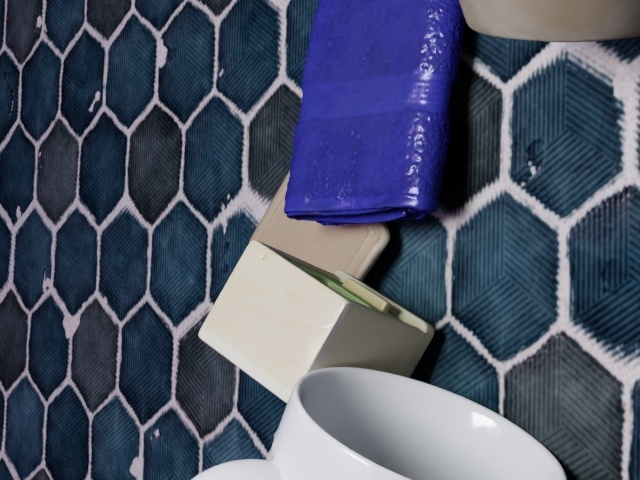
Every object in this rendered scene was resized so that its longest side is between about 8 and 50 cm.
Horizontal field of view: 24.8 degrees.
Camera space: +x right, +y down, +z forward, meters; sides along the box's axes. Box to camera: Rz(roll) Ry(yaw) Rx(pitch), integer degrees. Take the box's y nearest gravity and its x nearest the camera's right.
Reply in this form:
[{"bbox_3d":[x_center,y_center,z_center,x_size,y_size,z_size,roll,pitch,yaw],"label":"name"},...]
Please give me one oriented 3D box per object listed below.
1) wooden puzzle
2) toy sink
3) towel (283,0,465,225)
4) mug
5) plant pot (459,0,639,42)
[{"bbox_3d":[0.000,0.000,1.760,0.221,0.044,0.238,-58,38,34],"label":"wooden puzzle"},{"bbox_3d":[0.015,0.106,1.568,0.153,0.234,0.131,33,94,39],"label":"toy sink"},{"bbox_3d":[0.071,-0.169,1.623,0.228,0.076,0.308,-1,77,47],"label":"towel"},{"bbox_3d":[0.010,0.319,1.390,0.276,0.374,0.328,46,120,61],"label":"mug"},{"bbox_3d":[0.218,-0.328,1.277,0.323,0.323,0.280,25,122,54],"label":"plant pot"}]
